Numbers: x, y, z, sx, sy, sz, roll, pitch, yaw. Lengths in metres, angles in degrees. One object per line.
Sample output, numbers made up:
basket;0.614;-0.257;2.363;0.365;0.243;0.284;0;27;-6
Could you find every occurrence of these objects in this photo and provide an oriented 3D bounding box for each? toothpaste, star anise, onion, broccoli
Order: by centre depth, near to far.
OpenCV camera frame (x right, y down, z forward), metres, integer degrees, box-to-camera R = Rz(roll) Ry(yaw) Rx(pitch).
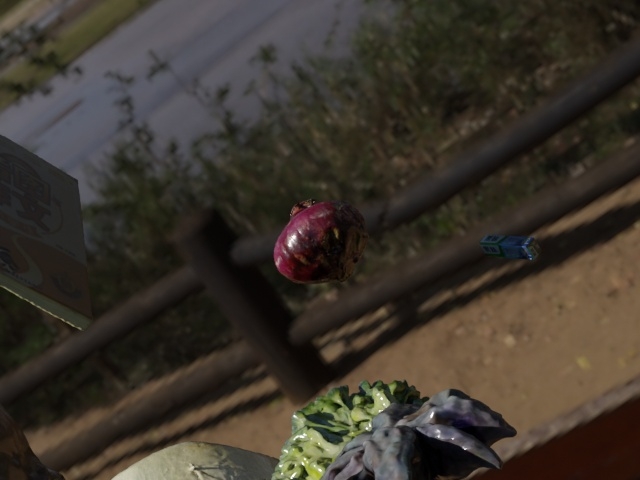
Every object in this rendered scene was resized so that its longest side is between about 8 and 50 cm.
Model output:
star anise;0.051;0.159;1.034;0.181;0.061;0.204;-32;2;30
onion;0.000;0.000;1.551;0.107;0.097;0.107;-24;-23;-11
broccoli;0.053;0.303;1.588;0.248;0.288;0.246;-10;9;-39
toothpaste;0.208;0.008;1.599;0.017;0.020;0.083;-45;24;-22

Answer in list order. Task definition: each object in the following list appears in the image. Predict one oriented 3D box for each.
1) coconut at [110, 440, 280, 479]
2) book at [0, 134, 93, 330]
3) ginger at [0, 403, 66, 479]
coconut;-0.150;0.449;1.861;0.346;0.346;0.360;-36;27;6
book;-0.350;-0.035;1.620;0.020;0.208;0.295;-48;31;19
ginger;-0.204;0.094;0.702;0.122;0.290;0.084;-32;16;5
